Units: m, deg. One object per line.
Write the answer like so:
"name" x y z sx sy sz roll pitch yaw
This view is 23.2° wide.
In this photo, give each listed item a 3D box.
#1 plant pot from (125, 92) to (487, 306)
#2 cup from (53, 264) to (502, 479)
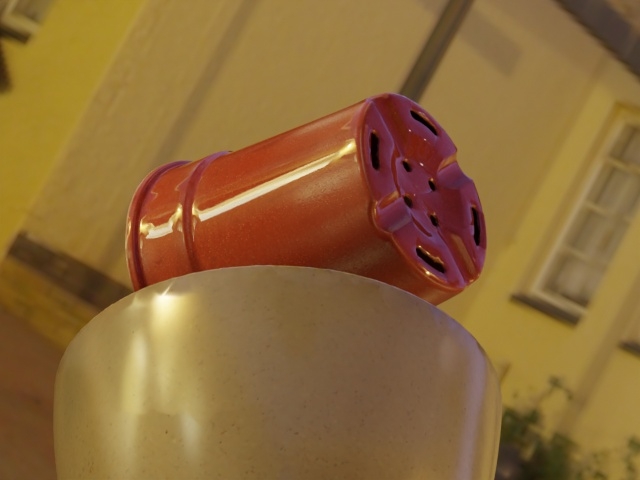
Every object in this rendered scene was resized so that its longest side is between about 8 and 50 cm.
"plant pot" 0.000 0.000 1.515 0.265 0.272 0.272 -24 -39 32
"cup" -0.032 0.211 1.078 0.331 0.331 0.237 31 40 -29
